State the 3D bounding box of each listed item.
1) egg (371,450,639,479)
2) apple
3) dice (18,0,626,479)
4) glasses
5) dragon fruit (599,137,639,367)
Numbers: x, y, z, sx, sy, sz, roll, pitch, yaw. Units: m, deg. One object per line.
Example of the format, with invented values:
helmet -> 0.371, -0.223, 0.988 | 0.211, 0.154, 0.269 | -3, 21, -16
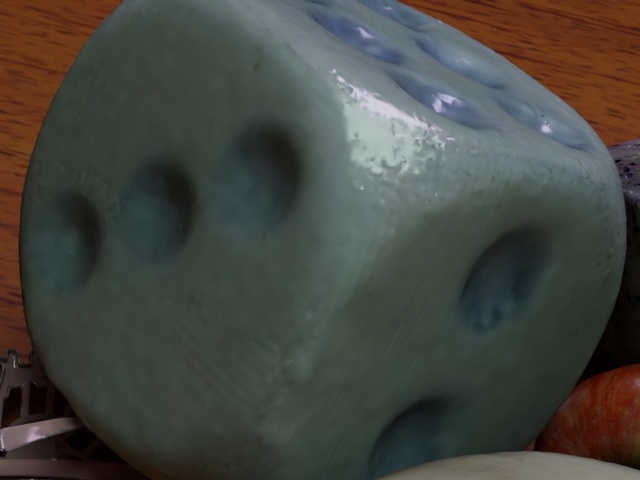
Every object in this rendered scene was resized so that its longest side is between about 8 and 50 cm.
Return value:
egg -> 0.122, 0.248, 0.912 | 0.345, 0.283, 0.283 | 8, 43, -21
apple -> 0.209, 0.148, 1.144 | 0.146, 0.146, 0.131 | 38, 20, 20
dice -> 0.000, 0.000, 1.076 | 0.264, 0.262, 0.268 | 8, 28, -46
glasses -> -0.119, 0.122, 1.099 | 0.255, 0.095, 0.162 | 15, 38, -7
dragon fruit -> 0.290, 0.035, 1.237 | 0.221, 0.204, 0.283 | -9, 12, -9
